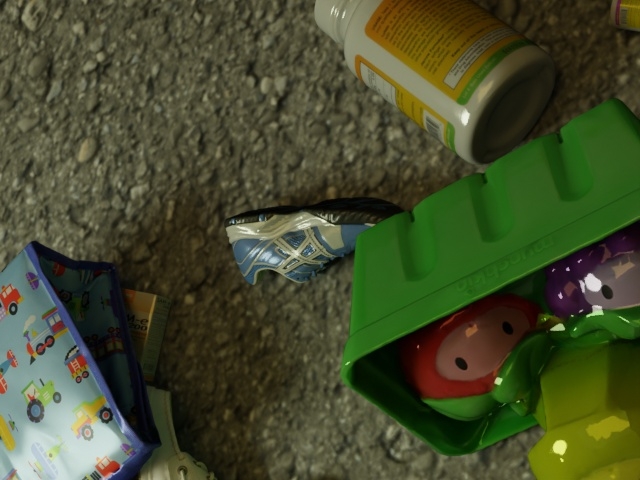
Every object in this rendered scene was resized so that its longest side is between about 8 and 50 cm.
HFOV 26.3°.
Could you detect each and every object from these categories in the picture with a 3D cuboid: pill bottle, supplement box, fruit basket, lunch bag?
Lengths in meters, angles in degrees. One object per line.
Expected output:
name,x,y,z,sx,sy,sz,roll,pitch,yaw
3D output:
pill bottle,0.337,-0.230,1.379,0.083,0.043,0.043,14,85,27
supplement box,-0.216,0.108,1.582,0.062,0.036,0.098,8,82,27
fruit basket,0.235,0.113,1.250,0.392,0.283,0.392,-18,54,26
lunch bag,-0.297,0.189,1.508,0.221,0.138,0.293,-42,55,23
pill bottle,0.112,-0.199,1.430,0.245,0.136,0.136,41,98,27

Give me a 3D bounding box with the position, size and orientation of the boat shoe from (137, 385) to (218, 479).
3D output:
boat shoe,-0.145,0.286,1.486,0.096,0.098,0.277,-9,65,-3

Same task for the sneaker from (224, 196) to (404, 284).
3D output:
sneaker,0.000,0.000,1.488,0.211,0.080,0.081,-5,98,26
